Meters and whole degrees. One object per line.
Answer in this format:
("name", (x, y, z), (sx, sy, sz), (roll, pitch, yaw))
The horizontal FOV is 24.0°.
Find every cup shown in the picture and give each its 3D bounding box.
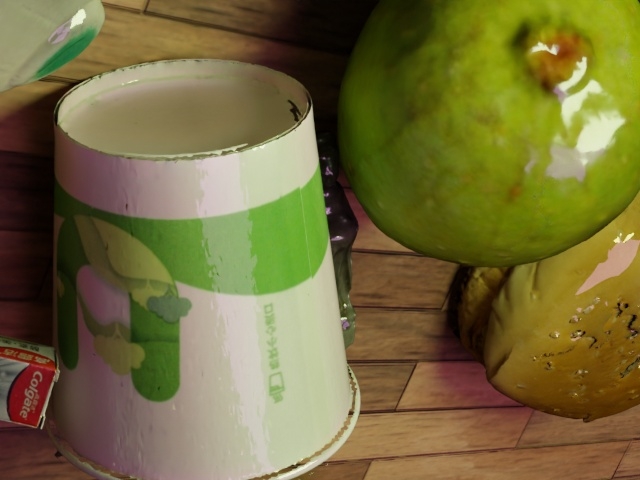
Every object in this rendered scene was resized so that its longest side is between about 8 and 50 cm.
("cup", (-0.093, 0.018, 1.140), (0.253, 0.253, 0.274), (-20, 124, -33))

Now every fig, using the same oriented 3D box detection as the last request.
("fig", (0.135, -0.096, 1.235), (0.258, 0.258, 0.326), (-29, 170, -25))

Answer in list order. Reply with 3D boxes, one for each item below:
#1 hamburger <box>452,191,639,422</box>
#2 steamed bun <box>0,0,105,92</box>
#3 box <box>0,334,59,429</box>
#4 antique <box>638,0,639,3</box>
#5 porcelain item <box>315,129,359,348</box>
("hamburger", (0.294, 0.055, 1.586), (0.304, 0.174, 0.284), (23, 113, -43))
("steamed bun", (-0.202, -0.192, 0.952), (0.177, 0.131, 0.228), (16, 105, -50))
("box", (-0.297, 0.080, 1.061), (0.218, 0.039, 0.055), (14, 110, -18))
("antique", (0.309, -0.218, 1.448), (0.086, 0.088, 0.183), (-34, 137, -20))
("porcelain item", (0.000, 0.000, 1.346), (0.081, 0.069, 0.215), (-14, 123, -30))
